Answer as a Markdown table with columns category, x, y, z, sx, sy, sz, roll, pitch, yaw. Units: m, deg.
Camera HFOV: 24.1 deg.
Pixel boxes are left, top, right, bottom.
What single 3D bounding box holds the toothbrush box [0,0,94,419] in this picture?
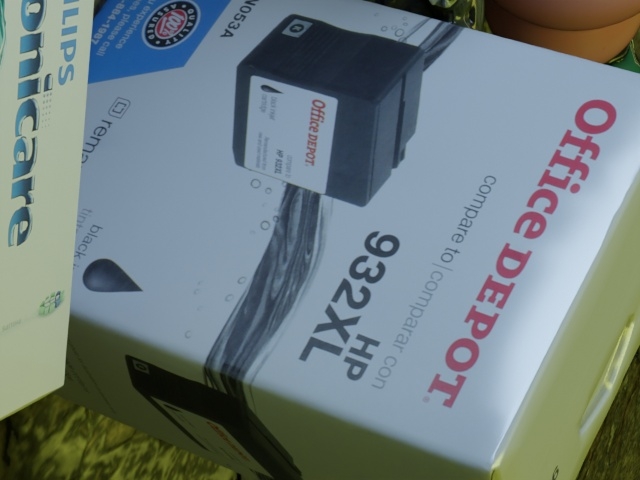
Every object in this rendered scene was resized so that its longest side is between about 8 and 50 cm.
| category | x | y | z | sx | sy | sz | roll | pitch | yaw |
| --- | --- | --- | --- | --- | --- | --- | --- | --- | --- |
| toothbrush box | -0.216 | -0.012 | 0.512 | 0.295 | 0.126 | 0.216 | -28 | 131 | -55 |

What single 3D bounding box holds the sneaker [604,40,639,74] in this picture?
| category | x | y | z | sx | sy | sz | roll | pitch | yaw |
| --- | --- | --- | --- | --- | --- | --- | --- | --- | --- |
| sneaker | 0.245 | -0.189 | 1.351 | 0.302 | 0.121 | 0.108 | -67 | 156 | -9 |

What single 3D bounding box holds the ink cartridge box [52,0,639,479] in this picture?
| category | x | y | z | sx | sy | sz | roll | pitch | yaw |
| --- | --- | --- | --- | --- | --- | --- | --- | --- | --- |
| ink cartridge box | 0.000 | 0.000 | 0.752 | 0.223 | 0.308 | 0.129 | -59 | 153 | -26 |

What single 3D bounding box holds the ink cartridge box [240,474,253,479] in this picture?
| category | x | y | z | sx | sy | sz | roll | pitch | yaw |
| --- | --- | --- | --- | --- | --- | --- | --- | --- | --- |
| ink cartridge box | -0.010 | 0.124 | 1.117 | 0.109 | 0.063 | 0.150 | -47 | 147 | -43 |

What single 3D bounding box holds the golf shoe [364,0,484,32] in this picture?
| category | x | y | z | sx | sy | sz | roll | pitch | yaw |
| --- | --- | --- | --- | --- | --- | --- | --- | --- | --- |
| golf shoe | 0.074 | -0.083 | 1.101 | 0.120 | 0.105 | 0.272 | -30 | 135 | -65 |

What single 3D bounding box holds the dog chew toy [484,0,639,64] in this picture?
| category | x | y | z | sx | sy | sz | roll | pitch | yaw |
| --- | --- | --- | --- | --- | --- | --- | --- | --- | --- |
| dog chew toy | 0.192 | -0.255 | 1.120 | 0.206 | 0.207 | 0.331 | -57 | 161 | -28 |
